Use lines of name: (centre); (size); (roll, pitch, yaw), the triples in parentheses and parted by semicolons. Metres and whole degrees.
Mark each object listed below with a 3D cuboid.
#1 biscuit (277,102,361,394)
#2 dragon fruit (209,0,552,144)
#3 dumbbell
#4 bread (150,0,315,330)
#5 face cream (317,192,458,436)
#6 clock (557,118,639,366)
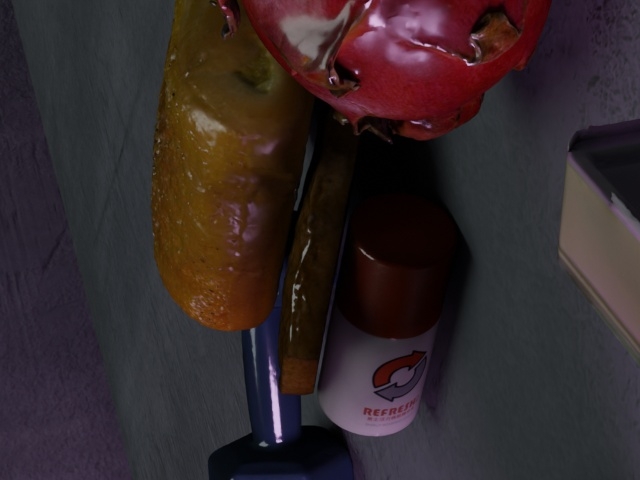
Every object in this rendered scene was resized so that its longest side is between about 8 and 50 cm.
biscuit: (-0.002, 0.000, 1.443); (0.257, 0.049, 0.273); (98, -179, -76)
dragon fruit: (0.045, -0.201, 1.078); (0.250, 0.250, 0.315); (-128, 35, -56)
dumbbell: (-0.051, 0.136, 1.695); (0.144, 0.160, 0.324); (6, 108, 40)
bread: (-0.080, -0.116, 1.478); (0.337, 0.148, 0.328); (102, 179, -51)
face cream: (0.056, 0.067, 1.411); (0.214, 0.096, 0.096); (99, 155, -43)
clock: (0.221, -0.001, 0.727); (0.147, 0.192, 0.071); (-122, 27, -49)
